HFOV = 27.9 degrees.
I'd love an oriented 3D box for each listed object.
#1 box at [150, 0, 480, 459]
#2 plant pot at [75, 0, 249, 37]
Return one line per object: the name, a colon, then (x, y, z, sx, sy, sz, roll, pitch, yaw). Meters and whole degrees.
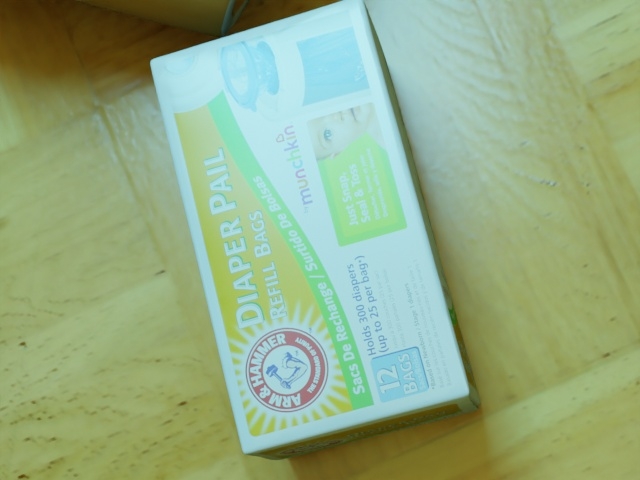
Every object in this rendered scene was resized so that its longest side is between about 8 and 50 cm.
box: (0.000, 0.000, 0.652, 0.114, 0.103, 0.203, -17, 78, 6)
plant pot: (-0.107, -0.204, 0.672, 0.188, 0.205, 0.205, 25, 85, -3)
